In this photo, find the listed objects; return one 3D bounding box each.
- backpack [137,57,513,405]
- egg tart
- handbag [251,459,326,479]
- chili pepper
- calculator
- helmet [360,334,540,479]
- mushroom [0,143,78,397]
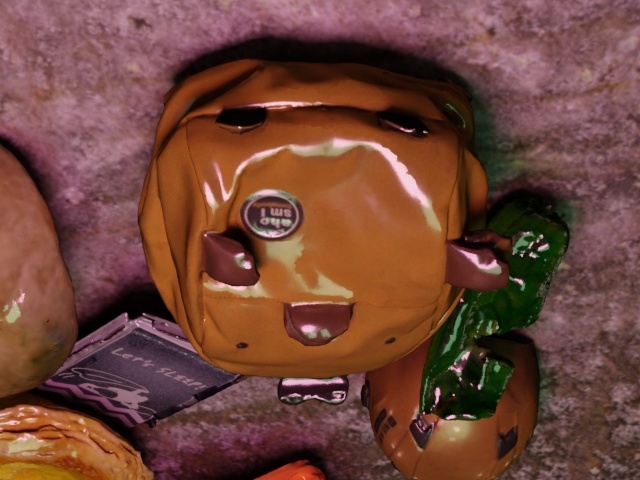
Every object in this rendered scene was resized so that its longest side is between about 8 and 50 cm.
[{"bbox_3d":[0.002,-0.005,1.902,0.354,0.201,0.378,0,137,2],"label":"backpack"},{"bbox_3d":[-0.342,0.264,2.230,0.319,0.128,0.319,-3,137,-3],"label":"egg tart"},{"bbox_3d":[-0.090,0.435,2.334,0.303,0.116,0.410,-21,142,-3],"label":"handbag"},{"bbox_3d":[0.169,0.072,2.007,0.099,0.083,0.253,23,110,4],"label":"chili pepper"},{"bbox_3d":[-0.195,0.140,2.115,0.166,0.028,0.274,24,150,-27],"label":"calculator"},{"bbox_3d":[0.143,0.196,2.160,0.198,0.130,0.224,11,136,-7],"label":"helmet"},{"bbox_3d":[-0.374,0.076,1.953,0.212,0.217,0.292,46,145,16],"label":"mushroom"}]
